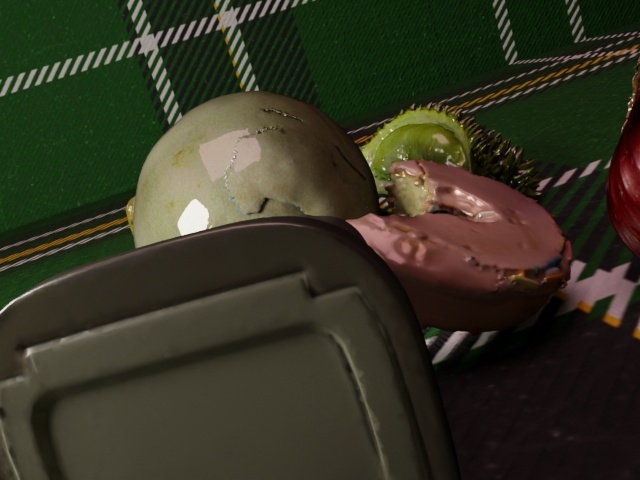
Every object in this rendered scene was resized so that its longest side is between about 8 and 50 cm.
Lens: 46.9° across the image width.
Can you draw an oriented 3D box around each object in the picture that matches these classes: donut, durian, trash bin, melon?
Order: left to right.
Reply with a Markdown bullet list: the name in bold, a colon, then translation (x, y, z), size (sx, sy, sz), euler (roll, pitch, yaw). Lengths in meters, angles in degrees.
- **melon**: translation (-0.070, -0.024, 0.808), size (0.268, 0.269, 0.330), euler (-16, 26, 6)
- **trash bin**: translation (-0.039, 0.087, 0.463), size (0.219, 0.219, 0.250), euler (-14, 8, 7)
- **durian**: translation (0.184, -0.103, 1.105), size (0.351, 0.158, 0.169), euler (21, 72, 52)
- **donut**: translation (0.130, 0.008, 0.685), size (0.199, 0.085, 0.233), euler (21, 30, 14)

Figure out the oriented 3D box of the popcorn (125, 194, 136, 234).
- **popcorn**: translation (-0.289, -0.045, 1.417), size (0.173, 0.142, 0.173), euler (-37, -8, -6)

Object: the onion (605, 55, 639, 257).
- **onion**: translation (0.373, -0.069, 0.586), size (0.273, 0.285, 0.273), euler (-46, -15, -16)
